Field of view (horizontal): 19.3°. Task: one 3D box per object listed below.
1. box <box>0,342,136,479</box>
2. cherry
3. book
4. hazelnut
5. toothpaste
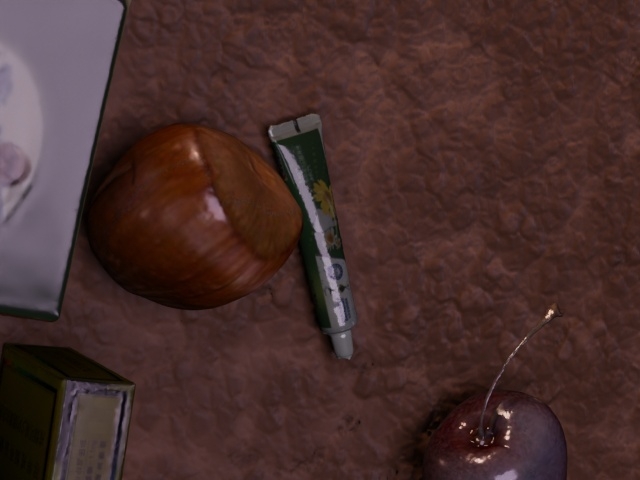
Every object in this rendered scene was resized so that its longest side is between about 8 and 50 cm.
[{"bbox_3d":[-0.201,0.196,1.384,0.064,0.141,0.220,5,96,-29],"label":"box"},{"bbox_3d":[0.174,0.173,1.596,0.148,0.115,0.188,44,71,-6],"label":"cherry"},{"bbox_3d":[-0.333,-0.095,1.328,0.371,0.043,0.260,12,95,-27],"label":"book"},{"bbox_3d":[-0.097,-0.011,1.412,0.150,0.150,0.150,-5,100,-27],"label":"hazelnut"},{"bbox_3d":[0.000,0.000,1.522,0.049,0.031,0.204,-19,105,-26],"label":"toothpaste"}]
